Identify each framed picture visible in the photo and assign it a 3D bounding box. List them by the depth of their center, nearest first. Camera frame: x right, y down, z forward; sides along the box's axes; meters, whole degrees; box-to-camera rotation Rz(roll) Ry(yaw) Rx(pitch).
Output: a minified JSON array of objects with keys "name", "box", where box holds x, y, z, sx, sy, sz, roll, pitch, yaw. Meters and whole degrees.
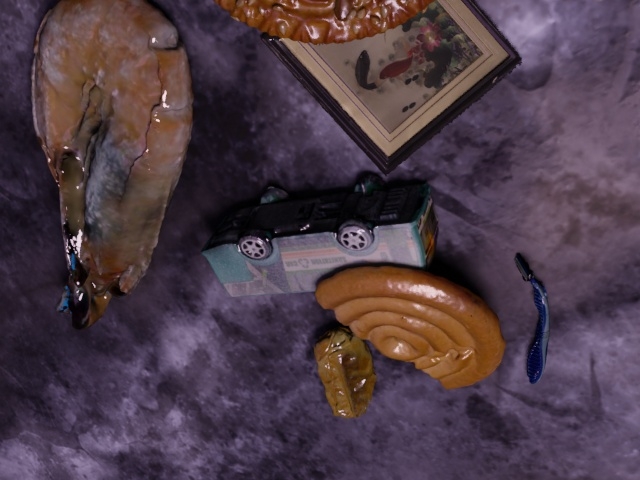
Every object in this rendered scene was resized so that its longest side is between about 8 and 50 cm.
[{"name":"framed picture","box":[0.064,-0.189,0.798,0.199,0.010,0.195,47,125,-5]}]

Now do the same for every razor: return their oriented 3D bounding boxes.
[{"name":"razor","box":[0.230,0.089,0.864,0.028,0.044,0.154,-11,116,1]}]

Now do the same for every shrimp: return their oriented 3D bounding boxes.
[{"name":"shrimp","box":[-0.263,-0.080,0.955,0.221,0.110,0.445,26,121,16]}]

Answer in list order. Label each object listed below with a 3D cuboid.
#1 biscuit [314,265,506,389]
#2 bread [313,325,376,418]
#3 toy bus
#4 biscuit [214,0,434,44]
[{"name":"biscuit","box":[0.114,0.093,0.862,0.224,0.033,0.144,36,138,-26]},{"name":"bread","box":[0.031,0.154,0.973,0.066,0.060,0.110,-11,109,15]},{"name":"toy bus","box":[0.000,0.000,0.888,0.262,0.091,0.109,-5,125,28]},{"name":"biscuit","box":[0.004,-0.318,0.688,0.305,0.038,0.305,3,105,10]}]
